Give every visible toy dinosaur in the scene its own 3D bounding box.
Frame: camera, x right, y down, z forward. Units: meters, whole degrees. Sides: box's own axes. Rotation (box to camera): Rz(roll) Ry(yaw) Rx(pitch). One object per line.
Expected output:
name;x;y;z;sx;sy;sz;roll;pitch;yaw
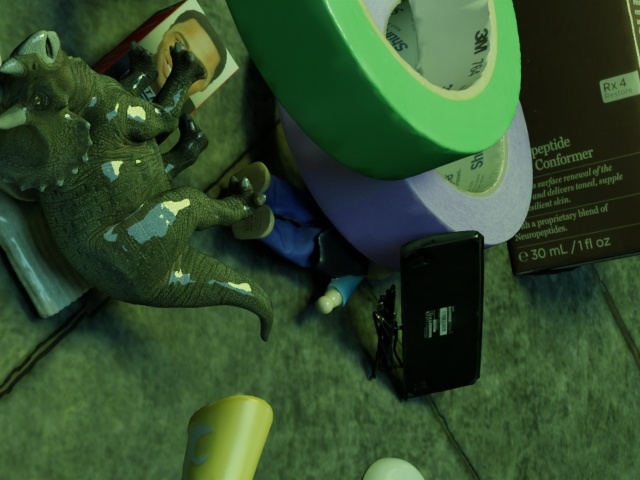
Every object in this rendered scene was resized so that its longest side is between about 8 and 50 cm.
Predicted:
toy dinosaur;-0.136;-0.037;0.923;0.160;0.121;0.313;-41;131;-22

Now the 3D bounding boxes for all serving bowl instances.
serving bowl;0.070;0.230;1.166;0.083;0.027;0.083;16;67;-44

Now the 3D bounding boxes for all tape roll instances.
tape roll;0.043;-0.208;1.029;0.321;0.077;0.321;29;52;-45
tape roll;0.079;-0.114;1.185;0.275;0.090;0.275;29;51;-43

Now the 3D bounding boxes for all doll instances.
doll;0.000;0.000;1.135;0.189;0.046;0.129;23;54;-48

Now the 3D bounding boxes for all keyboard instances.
keyboard;0.089;0.061;1.158;0.038;0.100;0.192;-108;-169;-47

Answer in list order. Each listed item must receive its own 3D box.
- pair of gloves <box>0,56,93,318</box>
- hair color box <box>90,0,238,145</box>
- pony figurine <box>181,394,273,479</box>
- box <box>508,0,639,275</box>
pair of gloves;-0.248;-0.025;0.876;0.240;0.042;0.204;-30;102;-48
hair color box;-0.130;-0.121;1.028;0.072;0.043;0.141;57;45;-20
pony figurine;-0.122;0.313;0.746;0.303;0.351;0.363;36;36;-40
box;0.276;-0.167;1.372;0.143;0.191;0.381;-5;83;-48
